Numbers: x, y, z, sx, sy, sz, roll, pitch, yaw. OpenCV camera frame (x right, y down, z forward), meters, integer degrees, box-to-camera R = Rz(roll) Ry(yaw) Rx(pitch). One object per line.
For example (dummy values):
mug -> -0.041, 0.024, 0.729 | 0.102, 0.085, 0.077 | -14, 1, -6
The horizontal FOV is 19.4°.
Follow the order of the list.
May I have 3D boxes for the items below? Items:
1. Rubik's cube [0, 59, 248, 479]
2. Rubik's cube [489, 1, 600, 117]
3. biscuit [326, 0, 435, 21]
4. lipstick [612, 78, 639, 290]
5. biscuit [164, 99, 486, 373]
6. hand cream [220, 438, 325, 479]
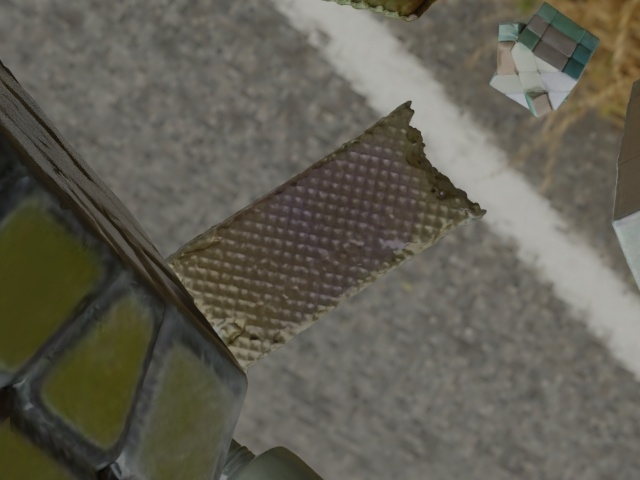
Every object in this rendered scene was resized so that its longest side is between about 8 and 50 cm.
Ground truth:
Rubik's cube -> -0.181, 0.051, 0.525 | 0.319, 0.264, 0.319 | 49, 180, 0
Rubik's cube -> 0.183, -0.151, 1.578 | 0.084, 0.075, 0.073 | 45, 144, 11
biscuit -> 0.013, -0.221, 1.372 | 0.231, 0.139, 0.016 | 19, 139, 34
lipstick -> 0.225, -0.041, 1.098 | 0.080, 0.371, 0.076 | -23, 100, 16
biscuit -> 0.000, 0.000, 1.425 | 0.108, 0.239, 0.062 | 57, 174, -2
hand cream -> 0.034, 0.263, 1.354 | 0.341, 0.124, 0.078 | 43, -155, 19
